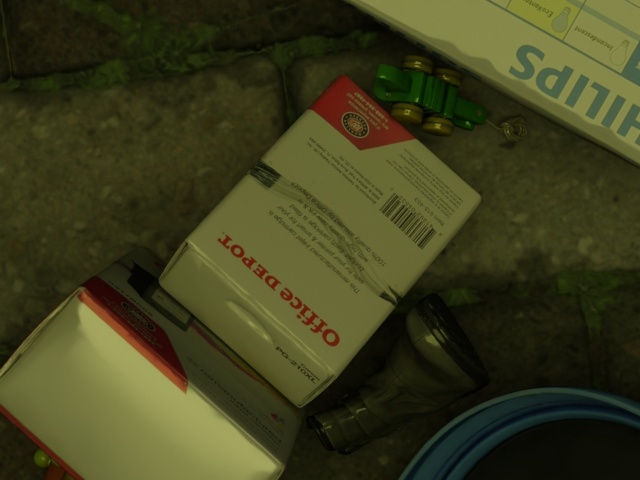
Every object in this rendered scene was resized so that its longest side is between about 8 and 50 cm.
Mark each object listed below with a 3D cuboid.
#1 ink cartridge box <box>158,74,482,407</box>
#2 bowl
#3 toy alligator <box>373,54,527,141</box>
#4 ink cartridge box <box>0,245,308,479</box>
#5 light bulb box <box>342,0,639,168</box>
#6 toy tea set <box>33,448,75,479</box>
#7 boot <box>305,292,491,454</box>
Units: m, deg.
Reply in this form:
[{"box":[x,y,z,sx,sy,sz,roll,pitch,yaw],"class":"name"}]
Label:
[{"box":[0.000,0.000,1.728,0.172,0.100,0.237,42,59,-1],"class":"ink cartridge box"},{"box":[0.225,0.321,1.727,0.391,0.077,0.391,0,90,32],"class":"bowl"},{"box":[0.106,-0.121,1.772,0.190,0.051,0.056,19,79,-41],"class":"toy alligator"},{"box":[-0.136,0.133,1.692,0.226,0.306,0.131,41,99,-2],"class":"ink cartridge box"},{"box":[0.229,-0.290,1.693,0.358,0.225,0.361,29,95,0],"class":"light bulb box"},{"box":[-0.114,0.273,1.783,0.336,0.200,0.124,39,64,-14],"class":"toy tea set"},{"box":[0.061,0.133,1.722,0.161,0.246,0.083,-31,75,0],"class":"boot"}]
